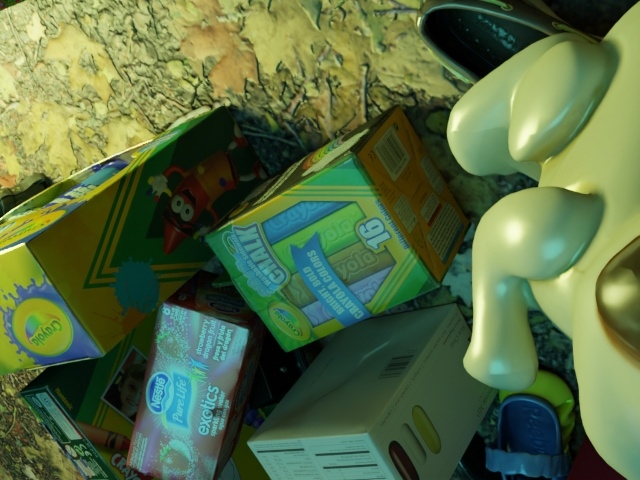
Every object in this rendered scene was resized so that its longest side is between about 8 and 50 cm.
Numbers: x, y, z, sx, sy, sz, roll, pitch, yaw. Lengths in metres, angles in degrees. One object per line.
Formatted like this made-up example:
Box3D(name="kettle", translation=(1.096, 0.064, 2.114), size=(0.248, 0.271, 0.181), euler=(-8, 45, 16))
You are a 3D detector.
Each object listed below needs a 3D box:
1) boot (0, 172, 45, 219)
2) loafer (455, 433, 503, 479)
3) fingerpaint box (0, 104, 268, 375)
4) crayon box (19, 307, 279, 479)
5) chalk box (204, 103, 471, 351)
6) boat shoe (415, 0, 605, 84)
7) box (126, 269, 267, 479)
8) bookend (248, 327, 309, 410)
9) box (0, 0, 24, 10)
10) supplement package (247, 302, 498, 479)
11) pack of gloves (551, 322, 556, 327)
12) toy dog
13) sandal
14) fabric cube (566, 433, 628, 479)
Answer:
Box3D(name="boot", translation=(-0.569, 0.014, 1.422), size=(0.091, 0.229, 0.263), euler=(45, 130, 25))
Box3D(name="loafer", translation=(0.217, 0.332, 1.228), size=(0.170, 0.062, 0.061), euler=(53, 139, -8))
Box3D(name="fingerpaint box", translation=(-0.341, 0.013, 1.163), size=(0.445, 0.371, 0.163), euler=(-15, 112, 42))
Box3D(name="crayon box", translation=(-0.222, 0.269, 1.306), size=(0.106, 0.313, 0.362), euler=(-19, 110, 45))
Box3D(name="chalk box", translation=(0.000, 0.000, 1.011), size=(0.289, 0.180, 0.179), euler=(-27, 103, 32))
Box3D(name="boat shoe", translation=(0.242, -0.155, 0.823), size=(0.324, 0.097, 0.116), euler=(35, 134, 9))
Box3D(name="box", translation=(-0.157, 0.183, 1.111), size=(0.123, 0.128, 0.256), euler=(17, 111, 6))
Box3D(name="bookend", translation=(-0.106, 0.177, 1.231), size=(0.072, 0.157, 0.156), euler=(-38, 66, 45))
Box3D(name="box", translation=(-0.457, -0.410, 0.988), size=(0.177, 0.290, 0.279), euler=(8, 125, 31))
Box3D(name="supplement package", translation=(0.077, 0.225, 1.101), size=(0.204, 0.262, 0.145), euler=(-15, 112, 41))
Box3D(name="pack of gloves", translation=(0.383, 0.083, 0.951), size=(0.232, 0.046, 0.195), euler=(41, 136, 18))
Box3D(name="toy dog", translation=(0.284, 0.006, 0.602), size=(0.285, 0.407, 0.395), euler=(37, 126, -18))
Box3D(name="sandal", translation=(0.289, 0.329, 1.121), size=(0.126, 0.138, 0.317), euler=(-7, 119, 36))
Box3D(name="fabric cube", translation=(0.444, 0.376, 0.965), size=(0.259, 0.254, 0.258), euler=(-22, 105, 44))
